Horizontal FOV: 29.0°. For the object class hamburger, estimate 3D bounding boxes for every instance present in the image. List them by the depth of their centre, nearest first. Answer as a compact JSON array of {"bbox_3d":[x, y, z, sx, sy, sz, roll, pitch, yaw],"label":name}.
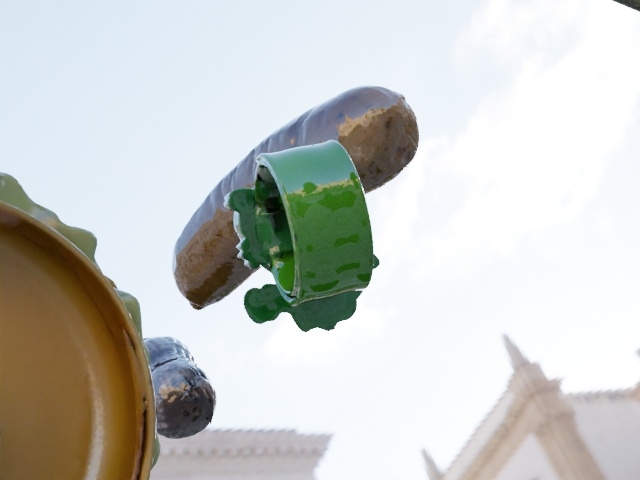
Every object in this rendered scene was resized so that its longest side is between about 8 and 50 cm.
[{"bbox_3d":[-0.227,0.092,0.618,0.274,0.274,0.212,-5,-1,-24],"label":"hamburger"}]

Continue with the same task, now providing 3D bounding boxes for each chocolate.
[{"bbox_3d":[-0.208,0.198,1.695,0.110,0.248,0.110,-5,-74,-18],"label":"chocolate"}]

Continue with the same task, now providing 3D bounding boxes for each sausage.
[{"bbox_3d":[-0.052,-0.053,1.524,0.123,0.136,0.501,-6,-19,-39],"label":"sausage"}]

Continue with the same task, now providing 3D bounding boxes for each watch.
[{"bbox_3d":[0.000,0.000,1.062,0.131,0.165,0.152,-11,1,-17],"label":"watch"}]

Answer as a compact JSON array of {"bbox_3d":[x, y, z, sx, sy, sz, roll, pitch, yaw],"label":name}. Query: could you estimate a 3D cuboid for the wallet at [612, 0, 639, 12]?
[{"bbox_3d":[0.172,-0.187,0.717,0.110,0.155,0.039,-51,-21,-31],"label":"wallet"}]
